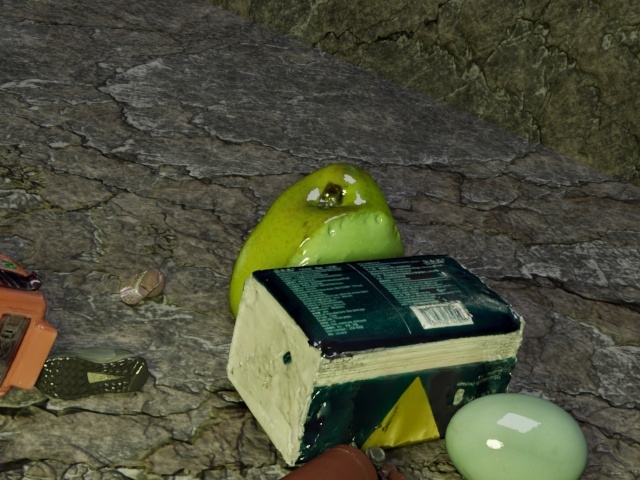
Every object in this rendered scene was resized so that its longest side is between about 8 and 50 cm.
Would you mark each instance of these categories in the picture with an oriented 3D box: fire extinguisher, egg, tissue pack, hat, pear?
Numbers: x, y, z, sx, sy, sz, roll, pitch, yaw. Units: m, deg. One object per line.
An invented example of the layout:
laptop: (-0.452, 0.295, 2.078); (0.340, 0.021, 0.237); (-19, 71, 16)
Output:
fire extinguisher: (0.014, 0.383, 1.713); (0.337, 0.106, 0.147); (-20, 69, -49)
egg: (0.310, 0.326, 1.890); (0.230, 0.168, 0.168); (10, 27, -7)
tissue pack: (0.086, 0.182, 1.950); (0.416, 0.253, 0.264); (-4, 31, -34)
hat: (-0.319, 0.090, 2.158); (0.058, 0.042, 0.087); (32, 65, 34)
pear: (0.000, 0.000, 2.200); (0.342, 0.318, 0.238); (-5, 38, -38)

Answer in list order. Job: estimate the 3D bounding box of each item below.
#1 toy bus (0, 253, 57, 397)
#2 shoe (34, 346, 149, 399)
toy bus: (-0.589, 0.098, 1.674); (0.233, 0.203, 0.427); (31, 9, 35)
shoe: (-0.372, 0.202, 1.883); (0.194, 0.074, 0.077); (2, 18, -30)
